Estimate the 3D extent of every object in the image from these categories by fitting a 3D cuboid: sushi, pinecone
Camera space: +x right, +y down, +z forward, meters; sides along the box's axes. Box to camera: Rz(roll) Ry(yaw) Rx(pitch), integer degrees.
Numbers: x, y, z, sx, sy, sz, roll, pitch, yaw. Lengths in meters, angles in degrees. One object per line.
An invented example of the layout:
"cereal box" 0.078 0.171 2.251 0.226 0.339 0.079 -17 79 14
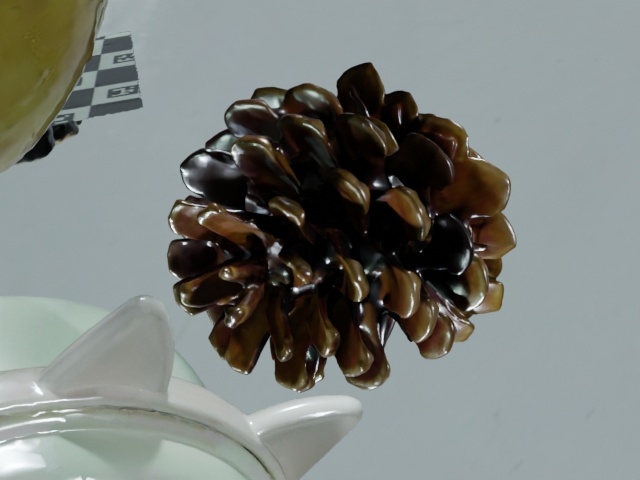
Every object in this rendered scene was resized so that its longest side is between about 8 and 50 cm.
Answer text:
"sushi" -0.223 -0.086 1.375 0.192 0.215 0.050 -11 112 -4
"pinecone" 0.004 -0.005 1.394 0.264 0.264 0.264 1 97 13

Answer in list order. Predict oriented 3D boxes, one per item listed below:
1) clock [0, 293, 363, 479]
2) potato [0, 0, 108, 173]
"clock" -0.140 0.136 0.744 0.324 0.265 0.109 -41 49 15
"potato" -0.213 -0.162 0.843 0.300 0.237 0.289 0 64 -2
